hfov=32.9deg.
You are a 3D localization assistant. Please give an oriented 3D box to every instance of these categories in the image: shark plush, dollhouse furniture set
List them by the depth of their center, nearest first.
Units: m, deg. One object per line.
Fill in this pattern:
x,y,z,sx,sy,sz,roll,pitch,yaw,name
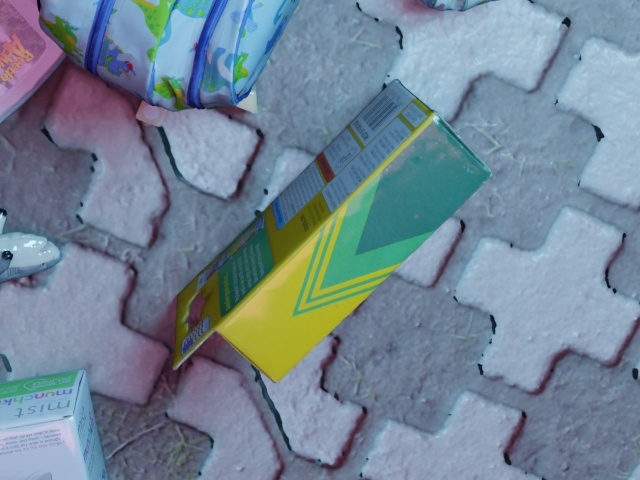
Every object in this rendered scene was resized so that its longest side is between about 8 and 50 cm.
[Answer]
-0.122,-0.123,1.059,0.114,0.091,0.081,20,119,-15,dollhouse furniture set
-0.341,0.045,1.093,0.161,0.073,0.067,-41,137,1,shark plush

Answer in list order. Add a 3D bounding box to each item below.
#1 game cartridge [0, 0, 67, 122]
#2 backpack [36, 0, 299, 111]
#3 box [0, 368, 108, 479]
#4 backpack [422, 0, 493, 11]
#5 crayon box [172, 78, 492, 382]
-0.354,-0.198,1.020,0.294,0.060,0.196,-40,111,6,game cartridge
-0.094,-0.284,0.893,0.273,0.290,0.355,41,96,-11,backpack
-0.356,0.277,1.120,0.262,0.127,0.231,-10,107,-3,box
0.132,-0.306,1.005,0.115,0.152,0.182,-11,120,3,backpack
0.000,0.000,1.038,0.323,0.203,0.083,-44,106,8,crayon box
